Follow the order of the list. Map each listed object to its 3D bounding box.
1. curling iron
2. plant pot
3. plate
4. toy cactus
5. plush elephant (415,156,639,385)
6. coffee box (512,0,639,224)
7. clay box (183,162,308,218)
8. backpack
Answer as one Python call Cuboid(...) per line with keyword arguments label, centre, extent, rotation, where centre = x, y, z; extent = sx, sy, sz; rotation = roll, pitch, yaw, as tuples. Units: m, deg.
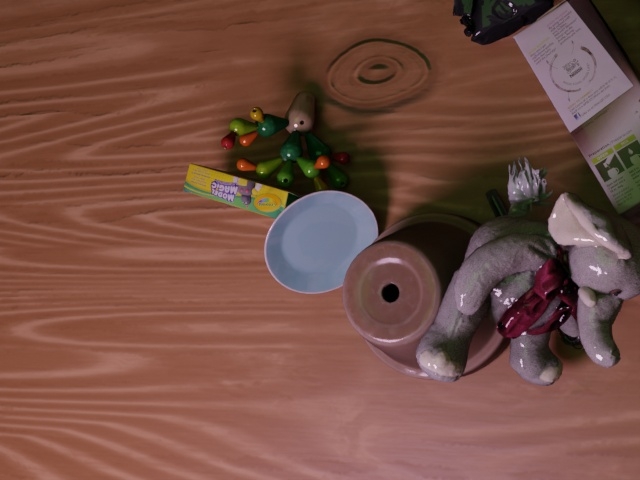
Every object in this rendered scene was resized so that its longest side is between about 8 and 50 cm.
Cuboid(label="curling iron", centre=(0.326, 0.039, 1.614), extent=(0.068, 0.035, 0.274), rotation=(-38, 73, 22))
Cuboid(label="plant pot", centre=(0.140, 0.078, 1.593), extent=(0.263, 0.229, 0.263), rotation=(-3, 84, 26))
Cuboid(label="plate", centre=(0.000, 0.000, 1.710), extent=(0.188, 0.188, 0.024), rotation=(-51, 32, 13))
Cuboid(label="toy cactus", centre=(-0.043, -0.169, 1.747), extent=(0.219, 0.112, 0.181), rotation=(19, 57, -9))
Cuboid(label="plush elephant", centre=(0.328, 0.058, 1.427), extent=(0.255, 0.271, 0.330), rotation=(9, 84, 50))
Cuboid(label="coffee box", centre=(0.408, -0.183, 1.521), extent=(0.118, 0.168, 0.297), rotation=(-33, 74, 19))
Cuboid(label="clay box", centre=(-0.097, -0.070, 1.770), extent=(0.222, 0.127, 0.053), rotation=(18, 94, 26))
Cuboid(label="backpack", centre=(0.257, -0.400, 1.639), extent=(0.152, 0.115, 0.182), rotation=(-24, 75, 10))
